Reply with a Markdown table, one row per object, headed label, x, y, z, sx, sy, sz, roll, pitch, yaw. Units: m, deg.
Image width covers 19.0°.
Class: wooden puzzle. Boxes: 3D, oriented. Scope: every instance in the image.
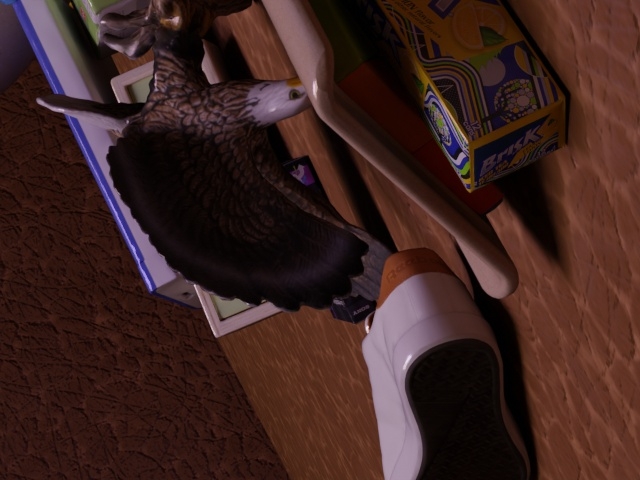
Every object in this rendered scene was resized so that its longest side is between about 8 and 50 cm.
| label | x | y | z | sx | sy | sz | roll | pitch | yaw |
| --- | --- | --- | --- | --- | --- | --- | --- | --- | --- |
| wooden puzzle | 0.028 | -0.100 | 1.092 | 0.238 | 0.044 | 0.221 | 45 | -166 | -46 |

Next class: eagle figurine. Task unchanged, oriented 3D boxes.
| label | x | y | z | sx | sy | sz | roll | pitch | yaw |
| --- | --- | --- | --- | --- | --- | --- | --- | --- | --- |
| eagle figurine | -0.068 | -0.062 | 1.519 | 0.225 | 0.226 | 0.298 | -30 | 80 | 61 |

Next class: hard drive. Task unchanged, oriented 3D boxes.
| label | x | y | z | sx | sy | sz | roll | pitch | yaw |
| --- | --- | --- | --- | --- | --- | --- | --- | --- | --- |
| hard drive | -0.199 | -0.087 | 1.926 | 0.318 | 0.040 | 0.210 | 64 | -175 | 10 |

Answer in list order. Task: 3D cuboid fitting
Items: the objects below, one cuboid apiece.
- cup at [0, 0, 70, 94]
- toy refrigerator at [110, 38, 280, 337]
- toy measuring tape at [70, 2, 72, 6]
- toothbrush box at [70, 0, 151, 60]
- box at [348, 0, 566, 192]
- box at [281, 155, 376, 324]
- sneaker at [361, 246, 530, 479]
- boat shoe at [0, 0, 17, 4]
| label | x | y | z | sx | sy | sz | roll | pitch | yaw |
| --- | --- | --- | --- | --- | --- | --- | --- | --- | --- |
| cup | -0.378 | -0.330 | 2.041 | 0.331 | 0.237 | 0.331 | 32 | -136 | -37 |
| toy refrigerator | -0.101 | -0.050 | 1.851 | 0.094 | 0.102 | 0.269 | -4 | -108 | -83 |
| toy measuring tape | -0.247 | -0.290 | 2.216 | 0.330 | 0.121 | 0.121 | 49 | 165 | 26 |
| toothbrush box | -0.223 | -0.341 | 1.842 | 0.283 | 0.122 | 0.206 | 63 | 172 | 5 |
| box | 0.062 | -0.112 | 1.002 | 0.169 | 0.059 | 0.054 | 60 | 170 | 27 |
| box | 0.000 | 0.000 | 1.794 | 0.116 | 0.029 | 0.162 | -175 | 61 | -81 |
| sneaker | 0.089 | 0.116 | 1.409 | 0.290 | 0.106 | 0.123 | 87 | 167 | -49 |
| boat shoe | -0.316 | -0.334 | 1.758 | 0.258 | 0.089 | 0.109 | 58 | -179 | 11 |
